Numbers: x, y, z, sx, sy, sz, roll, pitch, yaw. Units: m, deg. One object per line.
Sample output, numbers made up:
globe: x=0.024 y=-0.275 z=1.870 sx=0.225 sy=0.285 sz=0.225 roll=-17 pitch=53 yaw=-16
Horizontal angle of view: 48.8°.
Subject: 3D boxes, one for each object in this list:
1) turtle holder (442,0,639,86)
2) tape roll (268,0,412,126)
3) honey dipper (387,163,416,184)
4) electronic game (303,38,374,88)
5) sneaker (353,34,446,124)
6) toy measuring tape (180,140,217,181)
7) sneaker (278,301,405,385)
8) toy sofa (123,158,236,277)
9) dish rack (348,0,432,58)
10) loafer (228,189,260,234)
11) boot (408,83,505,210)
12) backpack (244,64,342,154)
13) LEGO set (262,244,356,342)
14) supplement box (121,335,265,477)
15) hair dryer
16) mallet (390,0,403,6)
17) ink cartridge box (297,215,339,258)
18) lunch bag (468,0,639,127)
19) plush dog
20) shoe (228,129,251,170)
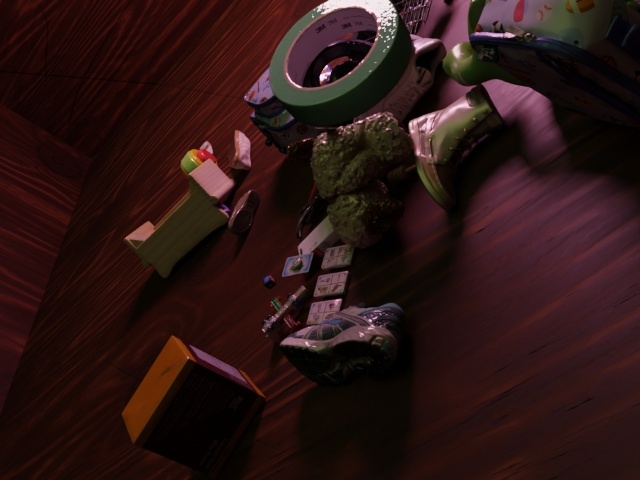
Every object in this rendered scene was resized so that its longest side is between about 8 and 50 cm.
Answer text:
turtle holder: x=0.363 y=-0.374 z=1.177 sx=0.227 sy=0.243 sz=0.320 roll=-71 pitch=-2 yaw=-50
tape roll: x=0.039 y=-0.403 z=1.555 sx=0.321 sy=0.077 sz=0.321 roll=-17 pitch=53 yaw=25
honey dipper: x=0.199 y=-0.152 z=1.375 sx=0.160 sy=0.030 sz=0.030 roll=-26 pitch=40 yaw=40
electronic game: x=0.068 y=-0.380 z=1.658 sx=0.048 sy=0.229 sz=0.229 roll=80 pitch=-152 yaw=-65
sneaker: x=0.171 y=-0.323 z=1.525 sx=0.118 sy=0.110 sz=0.292 roll=17 pitch=76 yaw=51
toy measuring tape: x=-0.410 y=-0.274 z=2.354 sx=0.121 sy=0.121 sz=0.330 roll=-47 pitch=30 yaw=17
sneaker: x=0.043 y=0.175 z=1.236 sx=0.283 sy=0.110 sz=0.122 roll=-15 pitch=31 yaw=48
toy sofa: x=-0.407 y=-0.060 z=2.129 sx=0.362 sy=0.177 sz=0.150 roll=-40 pitch=8 yaw=28
dish rack: x=0.181 y=-0.544 z=1.734 sx=0.271 sy=0.074 sz=0.208 roll=-3 pitch=71 yaw=52
loafer: x=-0.209 y=-0.071 z=1.902 sx=0.050 sy=0.056 sz=0.148 roll=-22 pitch=34 yaw=48
boot: x=0.252 y=-0.170 z=1.261 sx=0.165 sy=0.077 sz=0.213 roll=-28 pitch=51 yaw=26
backpack: x=-0.047 y=-0.353 z=1.795 sx=0.276 sy=0.213 sz=0.263 roll=-53 pitch=39 yaw=1
LEGO set: x=-0.032 y=0.111 z=1.465 sx=0.244 sy=0.060 sz=0.182 roll=-13 pitch=49 yaw=37
supplement box: x=-0.253 y=0.331 z=1.406 sx=0.191 sy=0.194 sz=0.129 roll=-58 pitch=29 yaw=-2
hair dryer: x=0.011 y=-0.163 z=1.615 sx=0.223 sy=0.080 sz=0.293 roll=-36 pitch=26 yaw=48
mallet: x=0.175 y=-0.654 z=1.928 sx=0.062 sy=0.039 sz=0.190 roll=-55 pitch=24 yaw=8
ink cartridge box: x=0.000 y=0.000 z=1.528 sx=0.115 sy=0.029 sz=0.063 roll=-45 pitch=30 yaw=22
lunch bag: x=0.356 y=-0.239 z=0.929 sx=0.115 sy=0.303 sz=0.243 roll=-66 pitch=28 yaw=10
plush dog: x=0.062 y=-0.096 z=1.338 sx=0.262 sy=0.210 sz=0.225 roll=149 pitch=107 yaw=-75
shoe: x=-0.247 y=-0.274 z=2.172 sx=0.219 sy=0.058 sz=0.076 roll=-101 pitch=31 yaw=-57
